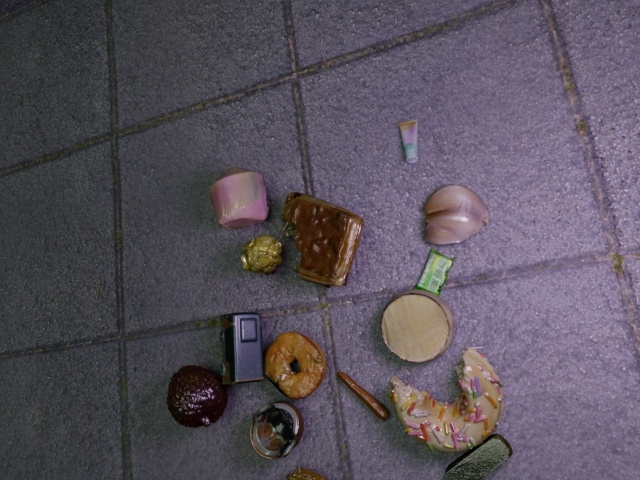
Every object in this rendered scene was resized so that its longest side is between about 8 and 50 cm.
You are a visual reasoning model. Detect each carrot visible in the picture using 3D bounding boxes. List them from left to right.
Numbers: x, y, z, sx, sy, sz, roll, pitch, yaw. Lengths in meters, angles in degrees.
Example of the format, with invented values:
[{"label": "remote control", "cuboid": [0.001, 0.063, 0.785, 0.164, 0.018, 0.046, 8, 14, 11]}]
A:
[{"label": "carrot", "cuboid": [0.155, 0.566, 1.758, 0.248, 0.043, 0.043, 39, 96, 23]}]

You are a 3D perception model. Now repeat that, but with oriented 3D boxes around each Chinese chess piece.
[{"label": "Chinese chess piece", "cuboid": [0.338, 0.300, 1.688, 0.258, 0.104, 0.256, -2, 86, 22]}]

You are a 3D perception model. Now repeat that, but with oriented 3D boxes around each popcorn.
[{"label": "popcorn", "cuboid": [-0.221, 0.051, 1.905, 0.173, 0.195, 0.168, 45, 104, 21]}]

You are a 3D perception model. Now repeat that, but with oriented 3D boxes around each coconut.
[{"label": "coconut", "cuboid": [-0.335, -0.184, 1.985, 0.233, 0.233, 0.244, -15, 76, 18]}]

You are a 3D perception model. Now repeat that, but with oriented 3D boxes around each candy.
[{"label": "candy", "cuboid": [0.412, 0.125, 1.739, 0.102, 0.032, 0.178, 22, 91, 26]}]

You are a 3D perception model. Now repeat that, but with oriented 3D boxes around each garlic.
[{"label": "garlic", "cuboid": [0.480, -0.097, 1.712, 0.228, 0.110, 0.217, -6, 75, 20]}]

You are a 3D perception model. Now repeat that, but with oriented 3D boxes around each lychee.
[{"label": "lychee", "cuboid": [-0.490, 0.613, 1.896, 0.235, 0.236, 0.271, -50, 54, 7]}]

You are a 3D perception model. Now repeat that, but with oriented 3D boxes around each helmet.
[{"label": "helmet", "cuboid": [-0.151, 0.703, 1.805, 0.224, 0.130, 0.198, -49, 64, 18]}]

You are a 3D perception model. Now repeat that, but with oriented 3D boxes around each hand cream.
[{"label": "hand cream", "cuboid": [0.344, -0.385, 1.850, 0.076, 0.047, 0.174, -9, 69, 21]}]

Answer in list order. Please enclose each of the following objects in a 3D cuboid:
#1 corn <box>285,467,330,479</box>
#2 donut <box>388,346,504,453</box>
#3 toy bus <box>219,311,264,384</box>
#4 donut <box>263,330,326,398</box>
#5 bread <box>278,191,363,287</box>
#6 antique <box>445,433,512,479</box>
[{"label": "corn", "cuboid": [-0.006, 0.900, 1.735, 0.262, 0.097, 0.096, 14, 86, 18]}, {"label": "donut", "cuboid": [0.422, 0.545, 1.580, 0.371, 0.150, 0.307, -28, 87, 18]}, {"label": "toy bus", "cuboid": [-0.308, 0.417, 1.876, 0.167, 0.139, 0.274, -24, 66, 56]}, {"label": "donut", "cuboid": [-0.094, 0.473, 1.829, 0.254, 0.118, 0.253, -2, 82, 19]}, {"label": "bread", "cuboid": [0.000, 0.000, 1.840, 0.370, 0.192, 0.313, 18, 93, 35]}, {"label": "antique", "cuboid": [0.522, 0.722, 1.571, 0.221, 0.080, 0.081, -41, 71, 9]}]
